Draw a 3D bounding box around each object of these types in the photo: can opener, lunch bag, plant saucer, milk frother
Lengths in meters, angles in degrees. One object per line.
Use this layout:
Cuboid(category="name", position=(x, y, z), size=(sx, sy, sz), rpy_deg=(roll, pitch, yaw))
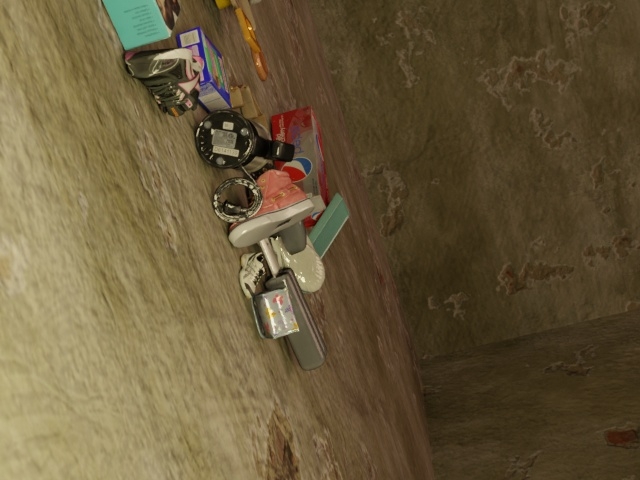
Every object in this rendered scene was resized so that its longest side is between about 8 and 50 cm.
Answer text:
Cuboid(category="can opener", position=(-0.039, 0.065, 1.415), size=(0.076, 0.095, 0.283), rpy_deg=(-69, 137, -79))
Cuboid(category="lunch bag", position=(-0.071, 0.108, 1.302), size=(0.083, 0.053, 0.071), rpy_deg=(169, -95, -73))
Cuboid(category="plant saucer", position=(0.000, 0.000, 1.671), size=(0.192, 0.018, 0.067), rpy_deg=(-56, 145, -24))
Cuboid(category="plant saucer", position=(-0.128, -0.380, 1.859), size=(0.083, 0.013, 0.083), rpy_deg=(-15, 90, -80))
Cuboid(category="milk frother", position=(-0.119, -0.106, 1.279), size=(0.143, 0.129, 0.135), rpy_deg=(-62, 173, 6))

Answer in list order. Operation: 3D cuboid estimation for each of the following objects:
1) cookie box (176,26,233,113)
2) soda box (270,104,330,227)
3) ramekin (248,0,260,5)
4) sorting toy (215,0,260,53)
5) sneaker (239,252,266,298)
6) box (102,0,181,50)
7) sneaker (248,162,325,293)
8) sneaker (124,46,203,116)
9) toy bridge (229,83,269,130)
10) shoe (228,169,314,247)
Cuboid(category="cookie box", position=(-0.170, -0.250, 1.302), size=(0.107, 0.040, 0.092), rpy_deg=(47, 29, -73))
Cuboid(category="soda box", position=(-0.040, -0.148, 1.769), size=(0.083, 0.092, 0.263), rpy_deg=(64, 15, -48))
Cuboid(category="ramekin", position=(-0.120, -0.599, 1.668), size=(0.273, 0.127, 0.273), rpy_deg=(160, -90, -82))
Cuboid(category="sorting toy", position=(-0.183, -0.476, 1.531), size=(0.196, 0.047, 0.348), rpy_deg=(53, 17, -62))
Cuboid(category="sneaker", position=(-0.098, 0.048, 1.287), size=(0.032, 0.037, 0.083), rpy_deg=(69, 13, -46))
Cuboid(category="box", position=(-0.236, -0.351, 0.995), size=(0.100, 0.060, 0.244), rpy_deg=(-91, 163, -56))
Cuboid(category="sneaker", position=(-0.068, -0.017, 1.493), size=(0.086, 0.085, 0.237), rpy_deg=(-13, -79, 61))
Cuboid(category="sneaker", position=(-0.180, -0.191, 1.074), size=(0.178, 0.072, 0.077), rpy_deg=(-22, 108, -75))
Cuboid(category="toy bridge", position=(-0.133, -0.247, 1.576), size=(0.188, 0.026, 0.063), rpy_deg=(34, 39, -76))
Cuboid(category="shoe", position=(-0.090, -0.051, 1.321), size=(0.178, 0.063, 0.081), rpy_deg=(-26, 74, -47))
